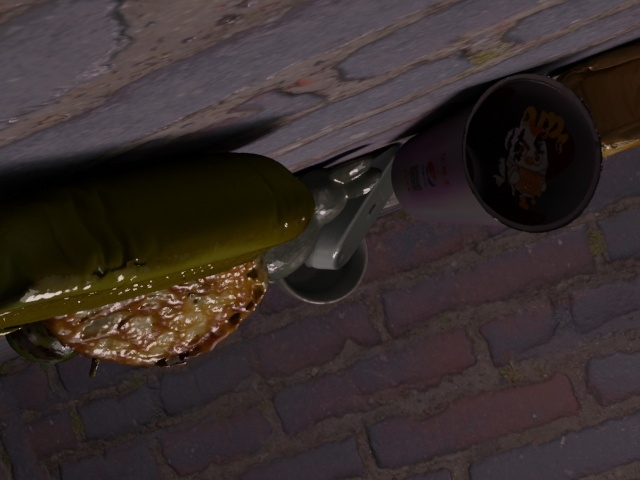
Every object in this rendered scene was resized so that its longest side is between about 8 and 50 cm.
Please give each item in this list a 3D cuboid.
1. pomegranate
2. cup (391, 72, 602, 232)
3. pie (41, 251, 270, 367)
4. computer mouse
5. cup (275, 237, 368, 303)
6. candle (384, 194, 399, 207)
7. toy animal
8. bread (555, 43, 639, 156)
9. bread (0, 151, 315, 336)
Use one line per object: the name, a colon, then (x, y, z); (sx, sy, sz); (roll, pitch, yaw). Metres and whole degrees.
pomegranate: (-0.368, 0.120, 1.548); (0.148, 0.169, 0.148); (-53, -167, 17)
cup: (0.213, -0.101, 1.444); (0.203, 0.203, 0.288); (-19, -176, -20)
pie: (-0.222, 0.063, 1.434); (0.315, 0.092, 0.315); (-14, 147, -9)
computer mouse: (0.046, -0.055, 1.630); (0.231, 0.079, 0.128); (-53, 167, -8)
cup: (0.000, 0.000, 2.157); (0.258, 0.186, 0.234); (-47, -170, -8)
candle: (0.108, -0.092, 1.860); (0.192, 0.068, 0.168); (-19, 174, 7)
toy animal: (-0.022, -0.042, 1.535); (0.236, 0.138, 0.108); (-34, -152, 0)
bread: (0.396, -0.184, 1.448); (0.191, 0.132, 0.114); (-16, 177, -3)
bread: (-0.175, -0.008, 0.984); (0.384, 0.112, 0.166); (-16, 173, -46)
